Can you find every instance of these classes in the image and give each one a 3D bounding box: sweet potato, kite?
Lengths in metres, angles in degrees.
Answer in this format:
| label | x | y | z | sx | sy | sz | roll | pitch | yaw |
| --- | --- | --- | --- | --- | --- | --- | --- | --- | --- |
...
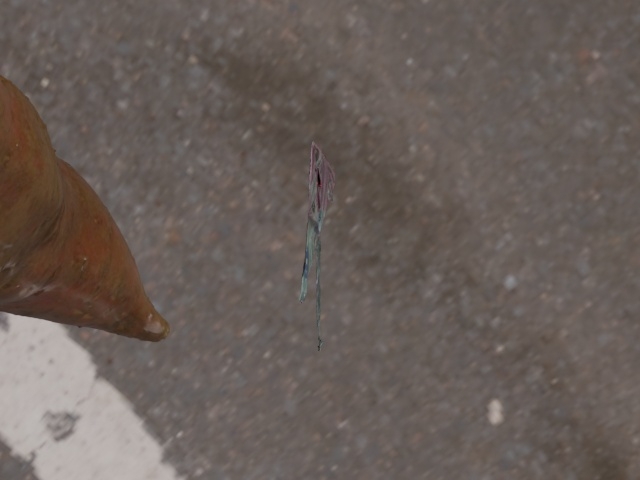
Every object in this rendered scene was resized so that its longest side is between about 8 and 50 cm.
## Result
| label | x | y | z | sx | sy | sz | roll | pitch | yaw |
| --- | --- | --- | --- | --- | --- | --- | --- | --- | --- |
| sweet potato | -0.165 | -0.021 | 0.780 | 0.106 | 0.354 | 0.095 | 23 | 77 | 18 |
| kite | -0.001 | 0.000 | 1.042 | 0.005 | 0.153 | 0.137 | 5 | 38 | 8 |
